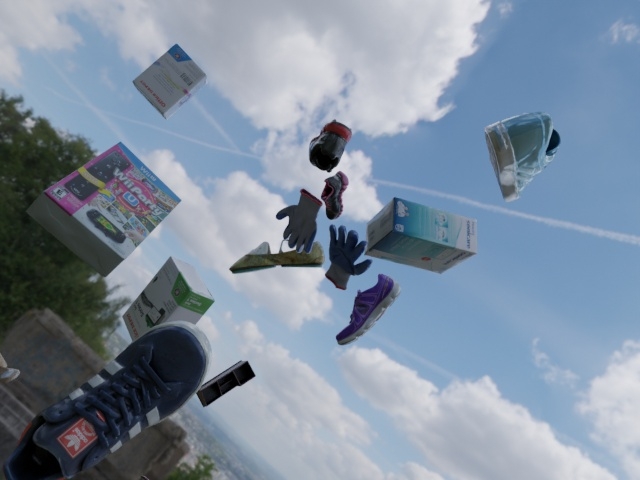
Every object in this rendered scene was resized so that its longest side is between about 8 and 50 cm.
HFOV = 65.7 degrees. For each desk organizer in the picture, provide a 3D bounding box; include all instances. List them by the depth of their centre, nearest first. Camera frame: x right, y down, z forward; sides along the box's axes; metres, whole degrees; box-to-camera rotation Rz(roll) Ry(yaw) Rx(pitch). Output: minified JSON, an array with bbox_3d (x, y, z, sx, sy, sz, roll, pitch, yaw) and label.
[{"bbox_3d":[-0.219,0.330,1.147,0.047,0.130,0.050,62,-31,-1],"label":"desk organizer"}]

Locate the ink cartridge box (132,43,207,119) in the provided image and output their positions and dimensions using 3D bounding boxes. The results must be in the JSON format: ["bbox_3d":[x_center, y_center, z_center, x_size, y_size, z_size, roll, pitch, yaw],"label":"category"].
[{"bbox_3d":[-0.308,-0.325,1.019,0.088,0.122,0.052,46,-11,-7],"label":"ink cartridge box"}]

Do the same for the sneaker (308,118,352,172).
[{"bbox_3d":[0.008,-0.274,1.576,0.097,0.135,0.276,27,-16,-11],"label":"sneaker"}]

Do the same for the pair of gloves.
[{"bbox_3d":[0.000,0.000,0.866,0.198,0.023,0.159,38,-37,13],"label":"pair of gloves"}]

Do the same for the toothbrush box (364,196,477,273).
[{"bbox_3d":[0.318,-0.008,1.592,0.295,0.126,0.216,13,-25,-16],"label":"toothbrush box"}]

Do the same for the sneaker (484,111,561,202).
[{"bbox_3d":[0.473,-0.183,1.131,0.366,0.150,0.135,18,56,-67],"label":"sneaker"}]

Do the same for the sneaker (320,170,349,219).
[{"bbox_3d":[0.020,-0.089,1.039,0.047,0.057,0.120,41,-40,32],"label":"sneaker"}]

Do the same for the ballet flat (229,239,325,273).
[{"bbox_3d":[-0.158,0.054,1.800,0.347,0.123,0.123,-4,-32,0],"label":"ballet flat"}]

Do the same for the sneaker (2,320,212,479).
[{"bbox_3d":[-0.310,0.252,0.721,0.131,0.350,0.148,50,11,0],"label":"sneaker"}]

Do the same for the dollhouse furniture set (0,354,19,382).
[{"bbox_3d":[-0.925,0.254,1.151,0.173,0.303,0.356,-3,-64,25],"label":"dollhouse furniture set"}]

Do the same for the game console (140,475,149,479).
[{"bbox_3d":[-0.410,0.671,1.232,0.085,0.124,0.144,4,-42,-5],"label":"game console"}]

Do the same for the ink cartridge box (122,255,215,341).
[{"bbox_3d":[-0.400,0.179,1.292,0.092,0.219,0.160,35,7,-48],"label":"ink cartridge box"}]

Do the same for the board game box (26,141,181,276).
[{"bbox_3d":[-0.512,-0.086,1.220,0.097,0.303,0.224,-36,-72,28],"label":"board game box"}]

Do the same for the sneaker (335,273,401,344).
[{"bbox_3d":[0.087,0.138,0.991,0.071,0.170,0.068,41,-3,16],"label":"sneaker"}]
